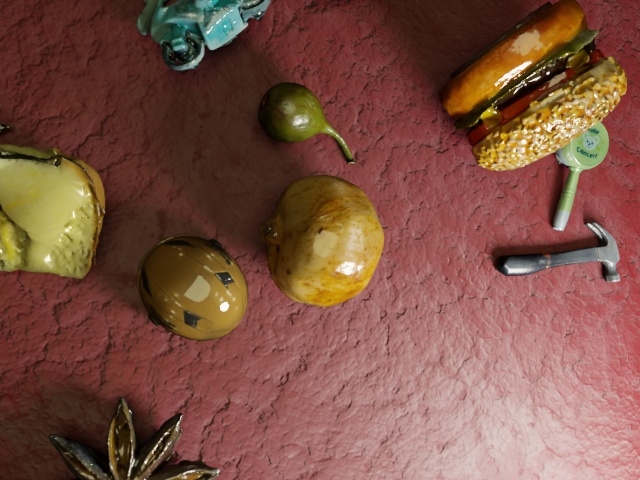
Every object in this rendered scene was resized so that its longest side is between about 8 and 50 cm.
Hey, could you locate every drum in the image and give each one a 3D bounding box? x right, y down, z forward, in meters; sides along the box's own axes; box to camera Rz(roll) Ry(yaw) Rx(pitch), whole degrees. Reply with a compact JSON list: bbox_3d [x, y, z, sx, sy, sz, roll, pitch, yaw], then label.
[{"bbox_3d":[0.582,-0.148,1.329,0.130,0.049,0.253,0,96,-20],"label":"drum"}]

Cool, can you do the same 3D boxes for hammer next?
[{"bbox_3d":[0.523,0.036,1.308,0.289,0.037,0.137,-5,87,-12],"label":"hammer"}]

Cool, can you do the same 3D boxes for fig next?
[{"bbox_3d":[-0.013,-0.228,1.197,0.236,0.124,0.124,27,80,-23],"label":"fig"}]

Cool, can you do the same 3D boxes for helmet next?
[{"bbox_3d":[-0.238,0.085,1.108,0.224,0.130,0.198,41,76,-4],"label":"helmet"}]

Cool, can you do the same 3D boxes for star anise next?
[{"bbox_3d":[-0.350,0.447,1.062,0.331,0.117,0.332,3,76,-11],"label":"star anise"}]

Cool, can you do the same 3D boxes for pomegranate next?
[{"bbox_3d":[0.000,0.000,1.116,0.248,0.248,0.248,1,85,-11],"label":"pomegranate"}]

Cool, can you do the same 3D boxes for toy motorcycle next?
[{"bbox_3d":[-0.232,-0.457,1.156,0.260,0.154,0.206,-41,70,-8],"label":"toy motorcycle"}]

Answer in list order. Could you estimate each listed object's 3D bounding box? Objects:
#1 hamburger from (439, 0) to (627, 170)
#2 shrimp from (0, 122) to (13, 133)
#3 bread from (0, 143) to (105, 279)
[{"bbox_3d":[0.416,-0.293,1.178,0.330,0.330,0.250,-38,94,-12],"label":"hamburger"},{"bbox_3d":[-0.629,-0.177,1.104,0.127,0.025,0.091,-25,90,-8],"label":"shrimp"},{"bbox_3d":[-0.482,-0.061,1.057,0.204,0.163,0.262,11,125,-11],"label":"bread"}]
